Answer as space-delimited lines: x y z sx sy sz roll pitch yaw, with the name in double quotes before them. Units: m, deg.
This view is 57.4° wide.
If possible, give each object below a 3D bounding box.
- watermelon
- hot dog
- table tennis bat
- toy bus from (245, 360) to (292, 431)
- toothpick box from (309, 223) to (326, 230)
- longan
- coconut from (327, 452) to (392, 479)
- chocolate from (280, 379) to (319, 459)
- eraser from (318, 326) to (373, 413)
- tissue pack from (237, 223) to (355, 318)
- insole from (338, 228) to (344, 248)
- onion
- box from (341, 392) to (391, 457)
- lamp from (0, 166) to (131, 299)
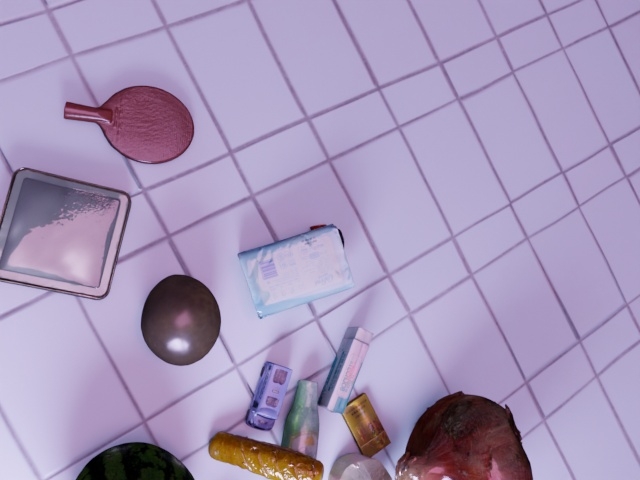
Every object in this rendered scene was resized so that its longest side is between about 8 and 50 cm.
"watermelon" -0.393 0.580 1.235 0.285 0.285 0.284 3 81 -21
"hot dog" -0.133 0.524 1.392 0.286 0.061 0.087 9 85 10
"table tennis bat" -0.469 -0.296 1.456 0.311 0.038 0.200 7 80 -20
"toy bus" -0.128 0.392 1.464 0.073 0.076 0.167 22 75 -17
"toothpick box" 0.000 0.000 1.587 0.047 0.047 0.083 -8 86 -22
"longan" -0.323 0.185 1.364 0.198 0.198 0.212 7 79 -20
"coconut" 0.100 0.619 1.477 0.147 0.153 0.147 4 79 -19
"chocolate" -0.051 0.500 1.469 0.110 0.110 0.290 13 75 -19
"eraser" 0.064 0.339 1.535 0.052 0.095 0.225 27 74 -11
"tissue pack" -0.063 0.077 1.507 0.264 0.089 0.177 -18 89 -10
"insole" 0.049 0.034 1.624 0.045 0.002 0.134 -4 83 -20
"onion" 0.371 0.566 1.502 0.354 0.354 0.353 3 81 -21
"box" 0.120 0.499 1.572 0.089 0.022 0.156 -26 92 -21
"lamp" -0.600 -0.015 1.360 0.267 0.047 0.268 14 77 -19
